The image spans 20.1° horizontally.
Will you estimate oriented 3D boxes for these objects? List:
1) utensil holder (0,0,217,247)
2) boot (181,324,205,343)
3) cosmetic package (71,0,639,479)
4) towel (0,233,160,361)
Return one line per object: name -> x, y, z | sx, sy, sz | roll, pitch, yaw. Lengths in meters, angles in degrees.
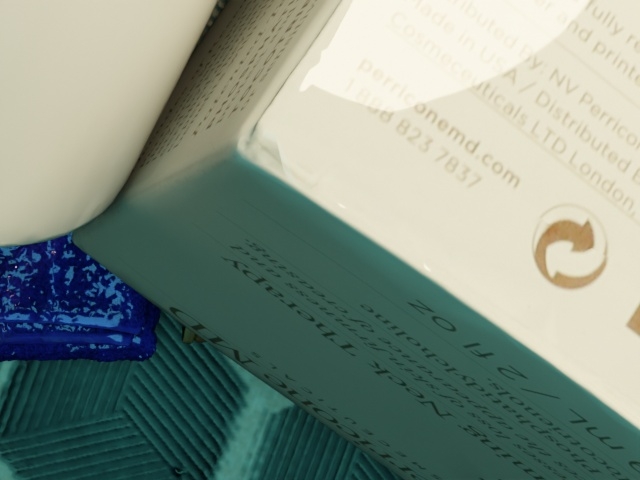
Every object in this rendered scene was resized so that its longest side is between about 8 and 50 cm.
utensil holder -> -0.168, -0.237, 0.869 | 0.327, 0.327, 0.385 | 24, 117, -8
boot -> 0.000, 0.000, 1.202 | 0.152, 0.073, 0.197 | 23, 95, -12
cosmetic package -> 0.114, -0.057, 0.996 | 0.329, 0.393, 0.327 | 36, 75, -12
towel -> -0.256, -0.027, 1.166 | 0.308, 0.076, 0.228 | 0, 96, -6
